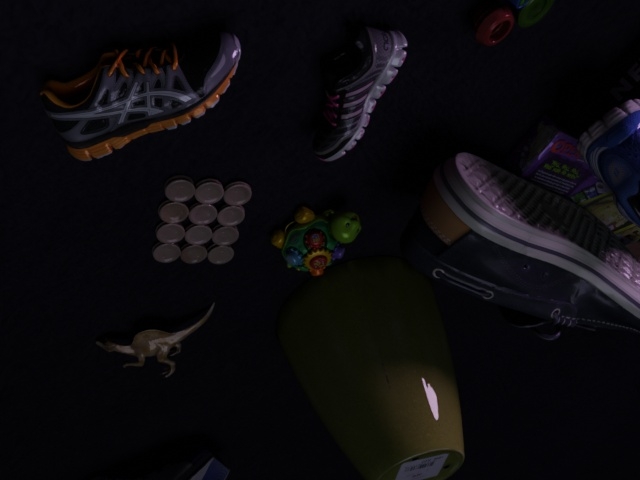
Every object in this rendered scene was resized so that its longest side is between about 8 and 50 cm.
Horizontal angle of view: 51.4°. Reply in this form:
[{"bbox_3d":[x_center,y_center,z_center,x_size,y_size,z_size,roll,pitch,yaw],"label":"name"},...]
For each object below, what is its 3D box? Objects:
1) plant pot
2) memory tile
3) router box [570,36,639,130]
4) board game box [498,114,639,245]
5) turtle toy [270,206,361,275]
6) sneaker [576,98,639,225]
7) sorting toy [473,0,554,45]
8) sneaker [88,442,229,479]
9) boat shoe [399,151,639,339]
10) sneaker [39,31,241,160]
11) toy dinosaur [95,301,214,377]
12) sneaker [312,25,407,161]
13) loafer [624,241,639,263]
[{"bbox_3d":[0.096,0.223,1.022,0.275,0.293,0.274,-11,138,-10],"label":"plant pot"},{"bbox_3d":[-0.157,-0.023,0.868,0.113,0.012,0.148,1,135,-24],"label":"memory tile"},{"bbox_3d":[0.528,-0.226,0.880,0.243,0.081,0.309,14,128,-32],"label":"router box"},{"bbox_3d":[0.399,-0.057,1.038,0.347,0.056,0.208,13,132,-33],"label":"board game box"},{"bbox_3d":[0.000,0.000,0.916,0.130,0.066,0.095,-42,135,22],"label":"turtle toy"},{"bbox_3d":[0.457,-0.047,0.872,0.330,0.147,0.130,23,128,-40],"label":"sneaker"},{"bbox_3d":[0.211,-0.264,0.748,0.102,0.042,0.061,-30,155,-7],"label":"sorting toy"},{"bbox_3d":[-0.344,0.482,1.251,0.315,0.182,0.127,-43,145,-20],"label":"sneaker"},{"bbox_3d":[0.318,0.039,0.941,0.500,0.186,0.156,21,126,-30],"label":"boat shoe"},{"bbox_3d":[-0.180,-0.156,0.666,0.215,0.084,0.083,-26,134,7],"label":"sneaker"},{"bbox_3d":[-0.237,0.157,0.997,0.183,0.053,0.092,-15,137,-7],"label":"toy dinosaur"},{"bbox_3d":[0.025,-0.168,0.751,0.075,0.063,0.170,13,124,-33],"label":"sneaker"},{"bbox_3d":[0.479,0.034,1.100,0.148,0.050,0.056,-4,135,4],"label":"loafer"}]
